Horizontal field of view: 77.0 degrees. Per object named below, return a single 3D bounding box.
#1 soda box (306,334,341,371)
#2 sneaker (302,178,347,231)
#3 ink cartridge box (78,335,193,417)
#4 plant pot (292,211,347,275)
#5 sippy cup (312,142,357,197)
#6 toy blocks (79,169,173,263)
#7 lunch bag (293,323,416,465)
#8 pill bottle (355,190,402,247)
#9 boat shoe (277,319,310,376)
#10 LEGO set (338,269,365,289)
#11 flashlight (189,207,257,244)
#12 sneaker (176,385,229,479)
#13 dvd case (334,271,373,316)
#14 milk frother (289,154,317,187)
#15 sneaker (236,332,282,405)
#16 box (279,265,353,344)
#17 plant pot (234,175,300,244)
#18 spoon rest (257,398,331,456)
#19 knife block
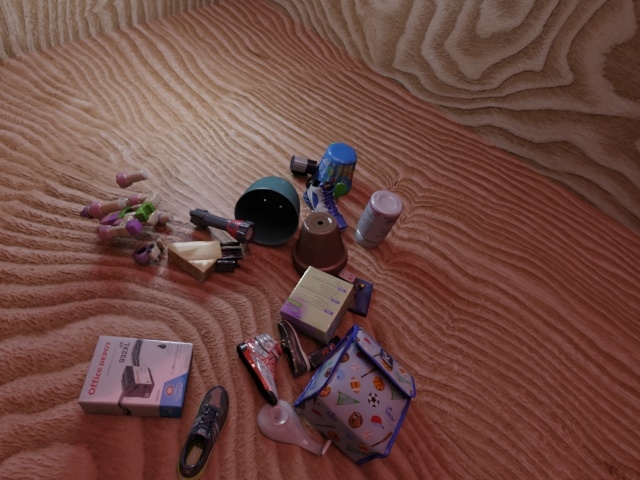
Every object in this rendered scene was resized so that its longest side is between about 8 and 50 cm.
[{"bbox_3d":[0.017,0.452,1.614,0.169,0.053,0.060,-26,66,-32],"label":"soda box"},{"bbox_3d":[0.025,-0.195,2.036,0.127,0.182,0.315,-20,62,-29],"label":"sneaker"},{"bbox_3d":[-0.603,0.457,1.350,0.307,0.129,0.223,9,52,-12],"label":"ink cartridge box"},{"bbox_3d":[0.000,0.000,1.809,0.263,0.229,0.263,1,44,-1],"label":"plant pot"},{"bbox_3d":[0.090,-0.398,2.189,0.240,0.224,0.305,-28,67,-33],"label":"sippy cup"},{"bbox_3d":[-0.819,-0.086,1.677,0.260,0.309,0.289,-11,38,13],"label":"toy blocks"},{"bbox_3d":[0.155,0.535,1.472,0.328,0.239,0.385,44,45,2],"label":"lunch bag"},{"bbox_3d":[0.277,-0.096,1.978,0.160,0.283,0.160,9,51,-12],"label":"pill bottle"},{"bbox_3d":[-0.120,0.418,1.576,0.068,0.081,0.228,-15,62,-32],"label":"boat shoe"},{"bbox_3d":[0.079,0.180,1.815,0.244,0.060,0.182,29,51,9],"label":"LEGO set"},{"bbox_3d":[-0.433,-0.066,1.788,0.304,0.103,0.103,15,24,22],"label":"flashlight"},{"bbox_3d":[-0.372,0.617,1.309,0.111,0.121,0.300,17,50,-6],"label":"sneaker"},{"bbox_3d":[0.109,0.230,1.840,0.253,0.022,0.180,21,51,-3],"label":"dvd case"},{"bbox_3d":[-0.097,-0.370,2.165,0.134,0.129,0.143,11,44,-15],"label":"milk frother"},{"bbox_3d":[-0.188,0.464,1.495,0.145,0.090,0.270,-21,52,-30],"label":"sneaker"},{"bbox_3d":[-0.009,0.263,1.654,0.213,0.117,0.243,22,56,20],"label":"box"},{"bbox_3d":[-0.225,-0.164,1.872,0.293,0.293,0.235,19,35,-4],"label":"plant pot"},{"bbox_3d":[-0.097,0.663,1.409,0.276,0.084,0.137,26,47,20],"label":"spoon rest"},{"bbox_3d":[-0.480,0.051,1.735,0.275,0.088,0.242,32,49,7],"label":"knife block"}]
